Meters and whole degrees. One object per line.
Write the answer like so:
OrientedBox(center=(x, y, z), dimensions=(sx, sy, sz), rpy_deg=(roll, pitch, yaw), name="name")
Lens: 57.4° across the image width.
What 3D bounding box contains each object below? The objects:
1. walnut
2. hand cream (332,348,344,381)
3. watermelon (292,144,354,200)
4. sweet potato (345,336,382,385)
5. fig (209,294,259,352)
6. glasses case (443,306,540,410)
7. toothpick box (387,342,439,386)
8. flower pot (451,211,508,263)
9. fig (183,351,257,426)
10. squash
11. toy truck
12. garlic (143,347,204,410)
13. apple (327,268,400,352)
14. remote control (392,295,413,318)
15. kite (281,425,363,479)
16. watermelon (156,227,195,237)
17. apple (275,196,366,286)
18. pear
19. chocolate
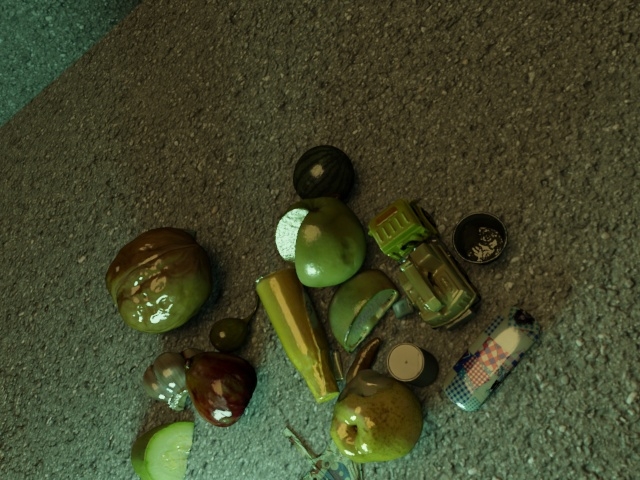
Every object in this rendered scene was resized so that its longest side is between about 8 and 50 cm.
OrientedBox(center=(-0.560, 0.140, 2.060), dimensions=(0.398, 0.308, 0.353), rpy_deg=(-36, 74, 18), name="walnut")
OrientedBox(center=(0.053, 0.395, 1.850), dimensions=(0.035, 0.022, 0.102), rpy_deg=(-13, 74, 21), name="hand cream")
OrientedBox(center=(0.012, -0.216, 1.961), dimensions=(0.212, 0.212, 0.212), rpy_deg=(-8, 71, 23), name="watermelon")
OrientedBox(center=(0.121, 0.412, 1.791), dimensions=(0.078, 0.058, 0.255), rpy_deg=(16, 85, 11), name="sweet potato")
OrientedBox(center=(-0.280, 0.285, 2.014), dimensions=(0.124, 0.124, 0.236), rpy_deg=(31, 65, 30), name="fig")
OrientedBox(center=(0.476, 0.329, 1.634), dimensions=(0.125, 0.076, 0.327), rpy_deg=(41, 93, 31), name="glasses case")
OrientedBox(center=(0.267, 0.357, 1.667), dimensions=(0.111, 0.181, 0.111), rpy_deg=(-8, 70, 22), name="toothpick box")
OrientedBox(center=(0.475, 0.005, 1.723), dimensions=(0.158, 0.107, 0.157), rpy_deg=(-7, 72, 20), name="flower pot")
OrientedBox(center=(-0.323, 0.471, 1.902), dimensions=(0.224, 0.224, 0.263), rpy_deg=(-47, 57, 5), name="fig")
OrientedBox(center=(-0.556, 0.733, 2.036), dimensions=(0.204, 0.155, 0.236), rpy_deg=(13, 75, -9), name="squash")
OrientedBox(center=(0.295, 0.066, 1.713), dimensions=(0.181, 0.254, 0.405), rpy_deg=(-36, 59, 16), name="toy truck")
OrientedBox(center=(-0.502, 0.458, 2.017), dimensions=(0.214, 0.160, 0.191), rpy_deg=(-48, 65, 8), name="garlic")
OrientedBox(center=(0.103, 0.192, 1.840), dimensions=(0.265, 0.120, 0.193), rpy_deg=(-49, 49, 1), name="apple")
OrientedBox(center=(0.248, 0.204, 1.765), dimensions=(0.018, 0.124, 0.053), rpy_deg=(-13, 75, -17), name="remote control")
OrientedBox(center=(0.006, 0.705, 1.775), dimensions=(0.368, 0.014, 0.406), rpy_deg=(38, 92, 30), name="kite")
OrientedBox(center=(-0.545, -0.025, 2.216), dimensions=(0.098, 0.158, 0.121), rpy_deg=(-9, 43, 24), name="watermelon")
OrientedBox(center=(0.000, 0.000, 1.844), dimensions=(0.292, 0.254, 0.292), rpy_deg=(-7, 32, 5), name="apple")
OrientedBox(center=(0.152, 0.502, 1.627), dimensions=(0.271, 0.271, 0.270), rpy_deg=(-8, 71, 23), name="pear")
OrientedBox(center=(-0.055, 0.300, 1.874), dimensions=(0.162, 0.162, 0.445), rpy_deg=(-33, 67, 13), name="chocolate")
